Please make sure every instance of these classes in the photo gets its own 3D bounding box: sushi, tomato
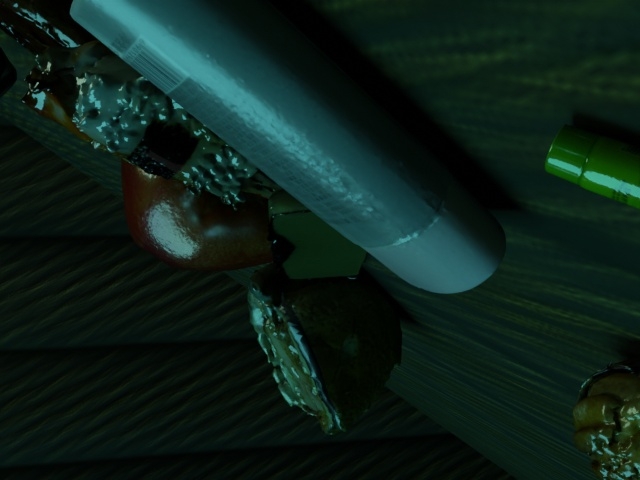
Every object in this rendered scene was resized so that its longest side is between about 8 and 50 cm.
[{"bbox_3d":[-0.108,-0.093,0.539,0.226,0.097,0.103,24,-177,-31],"label":"sushi"},{"bbox_3d":[-0.144,-0.031,0.808,0.233,0.139,0.200,37,176,-15],"label":"tomato"}]

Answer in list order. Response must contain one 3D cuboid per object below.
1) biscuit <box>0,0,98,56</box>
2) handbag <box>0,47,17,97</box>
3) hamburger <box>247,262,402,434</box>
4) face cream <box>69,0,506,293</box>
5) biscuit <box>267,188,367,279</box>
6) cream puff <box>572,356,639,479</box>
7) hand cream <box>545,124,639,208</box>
[{"bbox_3d":[-0.244,-0.192,0.655,0.192,0.049,0.192,31,175,3],"label":"biscuit"},{"bbox_3d":[-0.516,-0.299,0.720,0.316,0.180,0.416,48,170,-5],"label":"handbag"},{"bbox_3d":[0.016,0.133,0.976,0.168,0.192,0.287,17,135,44],"label":"hamburger"},{"bbox_3d":[-0.010,-0.066,0.402,0.269,0.073,0.107,39,174,-21],"label":"face cream"},{"bbox_3d":[0.000,0.000,0.683,0.099,0.038,0.322,-5,167,0],"label":"biscuit"},{"bbox_3d":[0.245,0.144,0.490,0.133,0.104,0.119,19,155,54],"label":"cream puff"},{"bbox_3d":[0.150,-0.016,0.271,0.122,0.023,0.036,26,163,26],"label":"hand cream"}]
